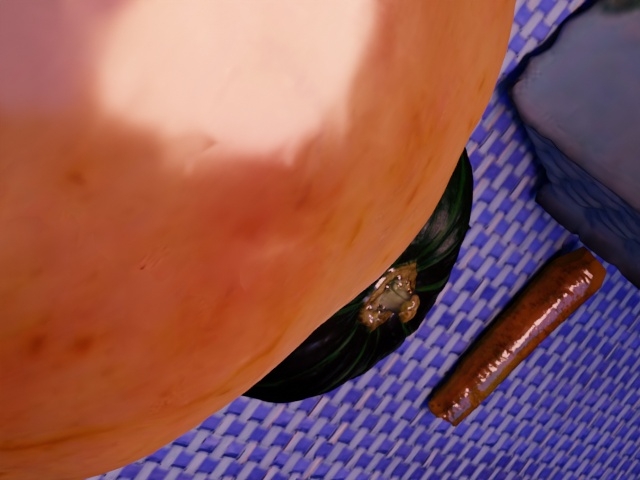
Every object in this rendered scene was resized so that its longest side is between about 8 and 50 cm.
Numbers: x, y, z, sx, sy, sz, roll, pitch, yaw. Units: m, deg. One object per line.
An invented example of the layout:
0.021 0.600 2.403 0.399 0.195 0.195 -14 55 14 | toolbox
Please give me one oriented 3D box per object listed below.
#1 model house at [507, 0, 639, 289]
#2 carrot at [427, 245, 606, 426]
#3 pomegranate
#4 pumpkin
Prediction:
0.363 -0.016 1.340 0.297 0.360 0.339 -45 151 -12 | model house
0.146 0.073 1.466 0.171 0.042 0.042 -46 150 -2 | carrot
-0.139 -0.116 0.551 0.411 0.411 0.411 -33 146 -26 | pomegranate
0.000 0.000 1.092 0.202 0.140 0.202 -33 149 -23 | pumpkin
